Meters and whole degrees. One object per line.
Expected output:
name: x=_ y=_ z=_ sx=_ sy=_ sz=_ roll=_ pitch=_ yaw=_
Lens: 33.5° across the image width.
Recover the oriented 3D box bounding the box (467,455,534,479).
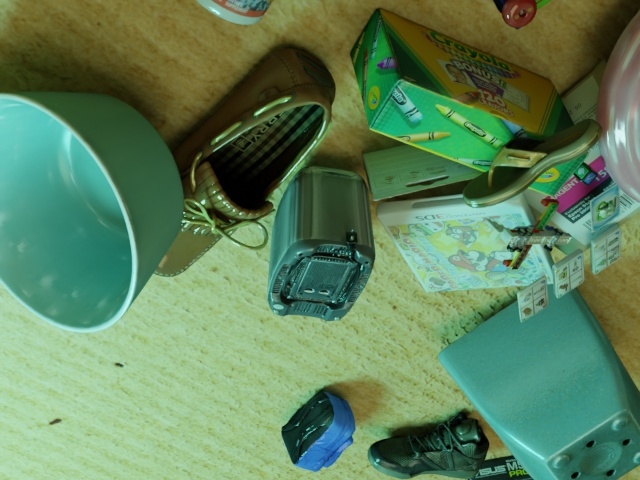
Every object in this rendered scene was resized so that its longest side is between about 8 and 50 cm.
box: x=0.400 y=0.515 z=2.070 sx=0.216 sy=0.060 sz=0.270 roll=-10 pitch=132 yaw=1

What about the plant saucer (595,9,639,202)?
plant saucer: x=0.512 y=-0.181 z=1.357 sx=0.332 sy=0.084 sz=0.332 roll=-10 pitch=116 yaw=-20

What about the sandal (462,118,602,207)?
sandal: x=0.243 y=-0.100 z=1.255 sx=0.180 sy=0.072 sz=0.049 roll=-30 pitch=114 yaw=15

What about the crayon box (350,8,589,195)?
crayon box: x=0.184 y=-0.172 z=1.336 sx=0.279 sy=0.165 sz=0.081 roll=17 pitch=126 yaw=-23

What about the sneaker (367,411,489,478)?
sneaker: x=0.199 y=0.358 z=1.879 sx=0.228 sy=0.087 sz=0.130 roll=7 pitch=129 yaw=-19

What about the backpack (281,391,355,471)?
backpack: x=0.005 y=0.319 z=1.807 sx=0.101 sy=0.098 sz=0.120 roll=23 pitch=113 yaw=-37

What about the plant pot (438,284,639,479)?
plant pot: x=0.379 y=0.254 z=1.666 sx=0.248 sy=0.252 sz=0.247 roll=-35 pitch=128 yaw=5

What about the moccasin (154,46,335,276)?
moccasin: x=-0.114 y=-0.076 z=1.389 sx=0.139 sy=0.147 sz=0.380 roll=34 pitch=120 yaw=-32

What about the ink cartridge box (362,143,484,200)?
ink cartridge box: x=0.135 y=-0.085 z=1.399 sx=0.146 sy=0.179 sz=0.045 roll=-13 pitch=115 yaw=3

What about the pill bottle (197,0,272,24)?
pill bottle: x=-0.065 y=-0.345 z=1.177 sx=0.108 sy=0.108 sz=0.193 roll=21 pitch=126 yaw=-25

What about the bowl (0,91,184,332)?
bowl: x=-0.292 y=-0.059 z=1.318 sx=0.312 sy=0.163 sz=0.311 roll=18 pitch=125 yaw=28

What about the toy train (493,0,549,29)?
toy train: x=0.218 y=-0.374 z=1.207 sx=0.143 sy=0.105 sz=0.248 roll=-33 pitch=129 yaw=7

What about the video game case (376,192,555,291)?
video game case: x=0.215 y=0.006 z=1.528 sx=0.206 sy=0.026 sz=0.227 roll=-5 pitch=147 yaw=24

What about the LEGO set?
LEGO set: x=0.326 y=-0.010 z=1.457 sx=0.182 sy=0.060 sz=0.244 roll=-32 pitch=143 yaw=-8

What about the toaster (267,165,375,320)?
toaster: x=0.000 y=0.000 z=1.456 sx=0.129 sy=0.146 sz=0.227 roll=6 pitch=146 yaw=-12

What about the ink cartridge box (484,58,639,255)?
ink cartridge box: x=0.374 y=-0.106 z=1.479 sx=0.193 sy=0.088 sz=0.235 roll=30 pitch=123 yaw=-32
